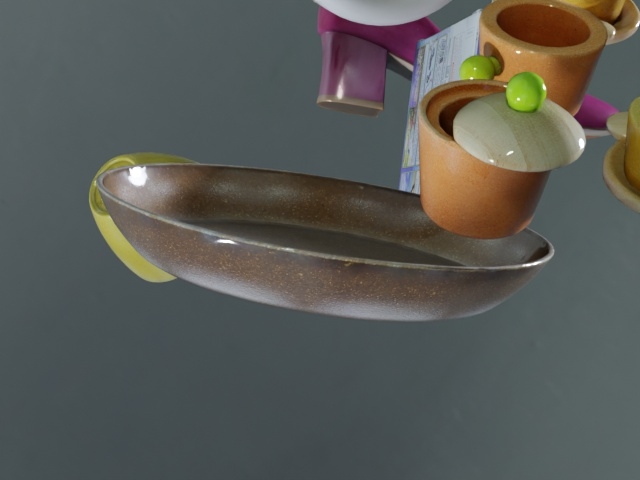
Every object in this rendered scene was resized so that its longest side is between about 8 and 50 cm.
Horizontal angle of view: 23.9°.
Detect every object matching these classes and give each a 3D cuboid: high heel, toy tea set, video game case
[{"bbox_3d":[0.182,-0.219,1.747,0.377,0.127,0.181,8,85,-15],"label":"high heel"},{"bbox_3d":[0.172,-0.116,0.829,0.336,0.200,0.124,-56,157,-51],"label":"toy tea set"},{"bbox_3d":[0.137,-0.080,1.519,0.061,0.244,0.270,7,89,-11],"label":"video game case"}]

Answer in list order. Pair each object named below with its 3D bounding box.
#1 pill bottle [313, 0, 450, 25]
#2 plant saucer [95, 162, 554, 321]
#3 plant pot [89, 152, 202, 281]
[{"bbox_3d":[-0.007,-0.246,0.984,0.153,0.264,0.153,-12,119,-23],"label":"pill bottle"},{"bbox_3d":[0.000,0.000,1.024,0.310,0.310,0.050,0,105,-43],"label":"plant saucer"},{"bbox_3d":[-0.178,-0.037,1.535,0.095,0.134,0.134,34,89,-48],"label":"plant pot"}]
